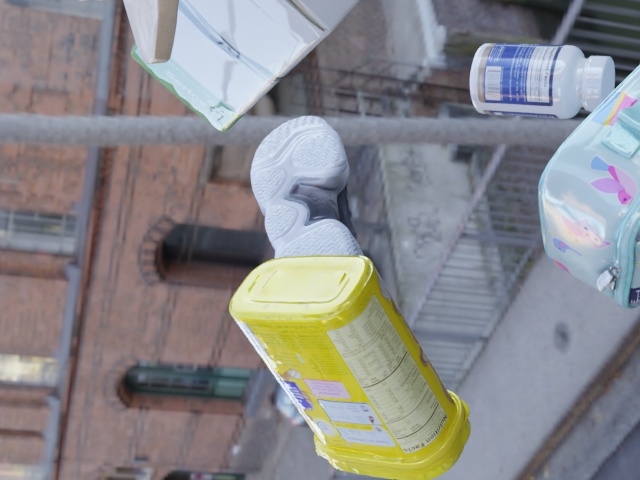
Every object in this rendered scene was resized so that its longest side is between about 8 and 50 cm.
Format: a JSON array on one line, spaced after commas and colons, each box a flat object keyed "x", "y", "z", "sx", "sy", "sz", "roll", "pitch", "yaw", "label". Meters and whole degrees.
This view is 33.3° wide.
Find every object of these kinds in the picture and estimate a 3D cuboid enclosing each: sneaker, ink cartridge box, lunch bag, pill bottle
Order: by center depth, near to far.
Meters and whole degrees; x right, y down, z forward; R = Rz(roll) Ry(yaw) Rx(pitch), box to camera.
[{"x": -0.017, "y": -0.165, "z": 0.627, "sx": 0.153, "sy": 0.087, "sz": 0.208, "roll": -51, "pitch": 10, "yaw": -18, "label": "ink cartridge box"}, {"x": 0.299, "y": -0.079, "z": 0.875, "sx": 0.279, "sy": 0.108, "sz": 0.224, "roll": -47, "pitch": -23, "yaw": -9, "label": "lunch bag"}, {"x": 0.203, "y": -0.146, "z": 0.978, "sx": 0.067, "sy": 0.120, "sz": 0.067, "roll": -23, "pitch": -63, "yaw": -58, "label": "pill bottle"}, {"x": 0.000, "y": 0.000, "z": 1.112, "sx": 0.153, "sy": 0.101, "sz": 0.268, "roll": 68, "pitch": -171, "yaw": -46, "label": "sneaker"}]

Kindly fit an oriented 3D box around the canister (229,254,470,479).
[{"x": 0.022, "y": 0.093, "z": 0.787, "sx": 0.126, "sy": 0.170, "sz": 0.073, "roll": -1, "pitch": 42, "yaw": 40, "label": "canister"}]

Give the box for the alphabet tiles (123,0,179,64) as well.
[{"x": -0.087, "y": -0.214, "z": 0.356, "sx": 0.284, "sy": 0.021, "sz": 0.278, "roll": 118, "pitch": 137, "yaw": -63, "label": "alphabet tiles"}]
